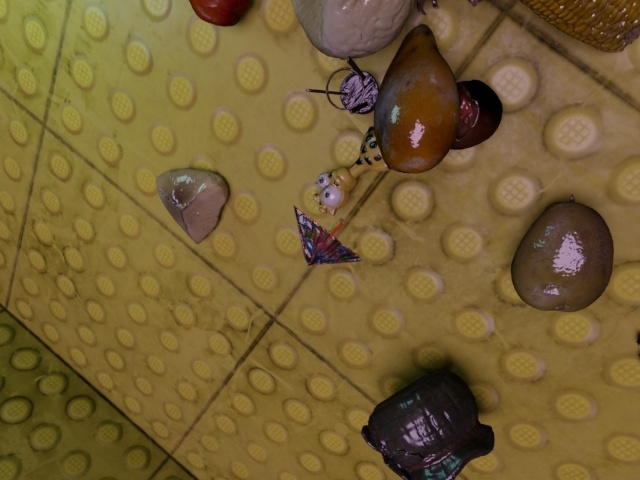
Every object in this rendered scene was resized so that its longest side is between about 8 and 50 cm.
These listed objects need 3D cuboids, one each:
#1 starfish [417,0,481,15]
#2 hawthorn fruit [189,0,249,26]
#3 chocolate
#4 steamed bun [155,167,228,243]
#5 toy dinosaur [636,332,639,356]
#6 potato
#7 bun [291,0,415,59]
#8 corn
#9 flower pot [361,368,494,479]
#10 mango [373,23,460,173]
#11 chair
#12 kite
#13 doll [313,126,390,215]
[{"bbox_3d":[0.250,-0.457,0.757,0.146,0.190,0.074,2,123,15],"label":"starfish"},{"bbox_3d":[-0.233,-0.557,0.955,0.137,0.133,0.133,34,121,-3],"label":"hawthorn fruit"},{"bbox_3d":[0.292,-0.249,0.864,0.127,0.124,0.133,43,147,-12],"label":"chocolate"},{"bbox_3d":[-0.373,-0.121,1.210,0.212,0.110,0.231,-32,99,30],"label":"steamed bun"},{"bbox_3d":[0.740,0.270,0.925,0.055,0.049,0.154,-22,96,27],"label":"toy dinosaur"},{"bbox_3d":[0.501,0.031,0.870,0.174,0.159,0.252,4,106,-4],"label":"potato"},{"bbox_3d":[0.072,-0.525,0.758,0.227,0.349,0.353,-14,95,-17],"label":"bun"},{"bbox_3d":[0.401,-0.422,0.676,0.346,0.130,0.130,18,123,-23],"label":"corn"},{"bbox_3d":[0.267,0.481,1.076,0.302,0.301,0.213,-45,67,31],"label":"flower pot"},{"bbox_3d":[0.184,-0.280,0.834,0.192,0.146,0.317,147,128,-61],"label":"mango"},{"bbox_3d":[0.066,-0.318,0.879,0.104,0.221,0.095,33,110,9],"label":"chair"},{"bbox_3d":[0.000,0.000,1.154,0.241,0.014,0.183,43,120,3],"label":"kite"},{"bbox_3d":[0.084,-0.170,1.006,0.291,0.086,0.117,-38,63,31],"label":"doll"}]
